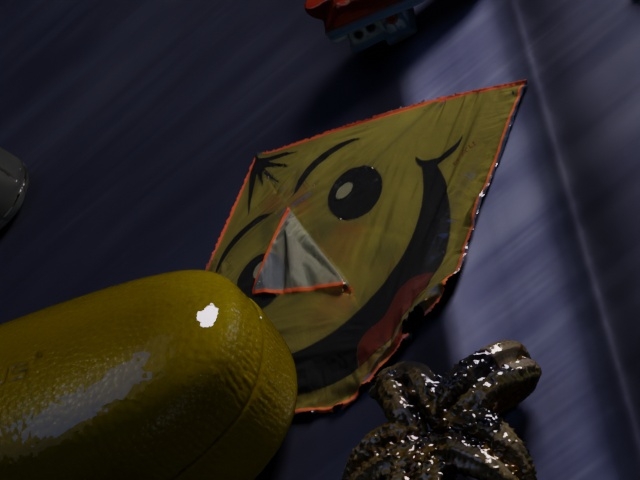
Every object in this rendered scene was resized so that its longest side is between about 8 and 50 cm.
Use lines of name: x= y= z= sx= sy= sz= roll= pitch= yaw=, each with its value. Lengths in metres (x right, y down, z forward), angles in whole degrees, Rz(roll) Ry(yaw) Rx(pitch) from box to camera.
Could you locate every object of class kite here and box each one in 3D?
kite: x=0.001 y=0.001 z=1.371 sx=0.377 sy=0.013 sz=0.327 roll=-45 pitch=32 yaw=4

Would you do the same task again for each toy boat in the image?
toy boat: x=0.074 y=-0.205 z=1.466 sx=0.173 sy=0.059 sz=0.069 roll=-28 pitch=37 yaw=16

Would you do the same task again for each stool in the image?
stool: x=-0.335 y=-0.059 z=1.733 sx=0.096 sy=0.110 sz=0.096 roll=-27 pitch=41 yaw=27

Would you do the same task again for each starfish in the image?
starfish: x=0.064 y=0.144 z=1.095 sx=0.146 sy=0.074 sz=0.190 roll=-20 pitch=43 yaw=27

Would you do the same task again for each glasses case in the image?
glasses case: x=-0.204 y=0.139 z=1.281 sx=0.371 sy=0.141 sz=0.173 roll=-21 pitch=44 yaw=22
